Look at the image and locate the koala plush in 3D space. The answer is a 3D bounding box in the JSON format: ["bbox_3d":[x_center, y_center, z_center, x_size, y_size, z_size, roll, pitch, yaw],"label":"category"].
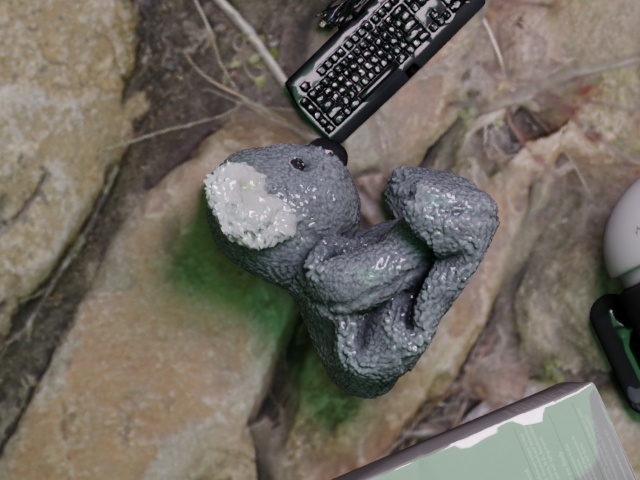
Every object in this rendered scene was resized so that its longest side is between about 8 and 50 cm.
[{"bbox_3d":[0.000,0.000,1.625,0.221,0.196,0.203,29,94,-7],"label":"koala plush"}]

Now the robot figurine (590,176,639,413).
[{"bbox_3d":[0.350,0.058,1.657,0.209,0.173,0.278,-27,86,-9],"label":"robot figurine"}]

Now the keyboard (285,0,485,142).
[{"bbox_3d":[0.049,-0.181,1.713,0.100,0.038,0.192,45,83,-1],"label":"keyboard"}]

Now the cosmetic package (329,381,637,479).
[{"bbox_3d":[0.126,0.203,1.650,0.238,0.127,0.107,-25,89,-5],"label":"cosmetic package"}]
